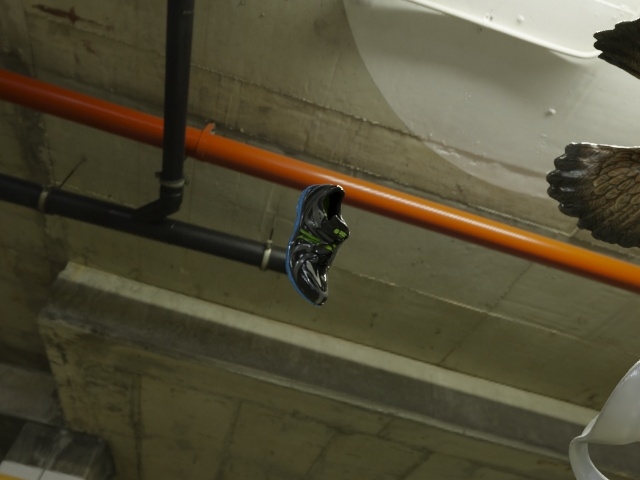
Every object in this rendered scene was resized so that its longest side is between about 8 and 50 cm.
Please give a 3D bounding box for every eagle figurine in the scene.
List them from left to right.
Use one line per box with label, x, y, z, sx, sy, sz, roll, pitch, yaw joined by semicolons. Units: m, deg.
eagle figurine;0.429;-0.113;0.506;0.298;0.226;0.225;-8;-3;-9

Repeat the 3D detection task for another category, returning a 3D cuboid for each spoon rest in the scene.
spoon rest;0.411;0.269;0.677;0.084;0.137;0.276;30;-46;46

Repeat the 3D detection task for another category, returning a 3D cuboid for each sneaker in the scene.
sneaker;0.000;0.000;0.690;0.078;0.188;0.067;-11;-28;38
